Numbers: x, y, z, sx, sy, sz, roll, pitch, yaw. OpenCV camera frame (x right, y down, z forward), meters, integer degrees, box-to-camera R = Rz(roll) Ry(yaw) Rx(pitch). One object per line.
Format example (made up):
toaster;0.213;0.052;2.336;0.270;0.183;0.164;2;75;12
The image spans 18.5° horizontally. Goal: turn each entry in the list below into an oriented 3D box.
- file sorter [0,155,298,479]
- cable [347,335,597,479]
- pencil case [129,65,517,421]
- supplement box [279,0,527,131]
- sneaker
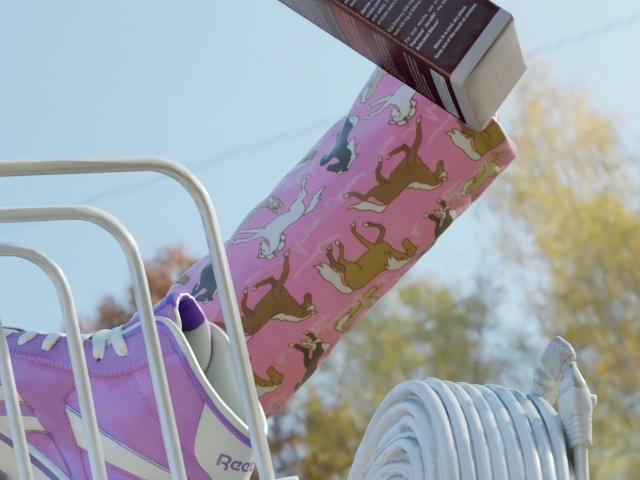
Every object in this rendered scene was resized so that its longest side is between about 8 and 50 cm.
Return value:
file sorter;-0.181;0.085;0.913;0.192;0.173;0.277;-4;-14;-42
cable;0.062;0.202;1.060;0.089;0.257;0.257;14;-41;-12
pencil case;0.000;0.000;1.752;0.386;0.160;0.167;-48;-5;-3
supplement box;0.045;-0.193;1.574;0.073;0.239;0.130;-54;-16;-5
sneaker;-0.147;0.078;1.236;0.161;0.282;0.102;-60;-24;12
